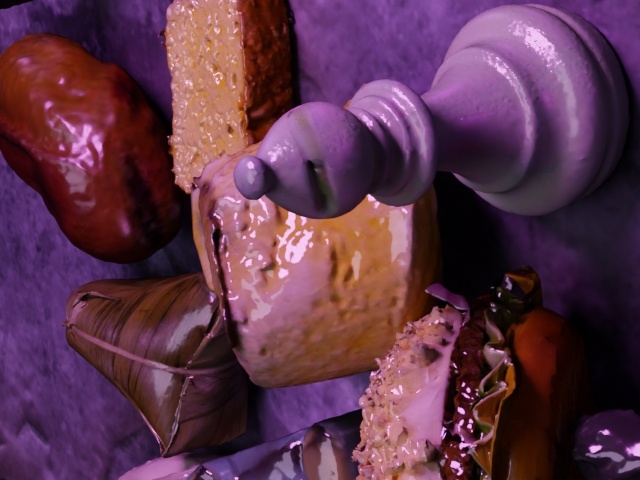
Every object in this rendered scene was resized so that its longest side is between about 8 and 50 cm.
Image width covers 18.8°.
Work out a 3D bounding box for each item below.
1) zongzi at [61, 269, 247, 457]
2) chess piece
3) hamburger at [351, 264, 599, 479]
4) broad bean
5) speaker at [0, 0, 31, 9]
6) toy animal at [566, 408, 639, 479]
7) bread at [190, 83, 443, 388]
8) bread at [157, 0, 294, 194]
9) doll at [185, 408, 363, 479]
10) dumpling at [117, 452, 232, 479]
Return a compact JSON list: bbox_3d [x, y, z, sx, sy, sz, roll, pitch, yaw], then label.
[{"bbox_3d":[-0.131,0.042,1.599,0.205,0.094,0.204,39,126,36],"label":"zongzi"},{"bbox_3d":[0.057,-0.062,1.189,0.139,0.271,0.139,20,117,44],"label":"chess piece"},{"bbox_3d":[0.100,0.142,1.253,0.138,0.262,0.243,1,111,18],"label":"hamburger"},{"bbox_3d":[-0.196,-0.080,1.614,0.228,0.122,0.156,51,162,35],"label":"broad bean"},{"bbox_3d":[-0.151,-0.323,1.441,0.388,0.180,0.184,-18,95,53],"label":"speaker"},{"bbox_3d":[0.284,0.103,1.062,0.343,0.168,0.106,-23,86,65],"label":"toy animal"},{"bbox_3d":[0.002,0.001,1.344,0.197,0.170,0.197,165,90,-85],"label":"bread"},{"bbox_3d":[-0.069,-0.116,1.491,0.103,0.065,0.187,11,112,50],"label":"bread"},{"bbox_3d":[0.026,0.264,1.426,0.177,0.161,0.261,-23,82,30],"label":"doll"},{"bbox_3d":[-0.122,0.231,1.621,0.199,0.136,0.118,-47,59,36],"label":"dumpling"}]
